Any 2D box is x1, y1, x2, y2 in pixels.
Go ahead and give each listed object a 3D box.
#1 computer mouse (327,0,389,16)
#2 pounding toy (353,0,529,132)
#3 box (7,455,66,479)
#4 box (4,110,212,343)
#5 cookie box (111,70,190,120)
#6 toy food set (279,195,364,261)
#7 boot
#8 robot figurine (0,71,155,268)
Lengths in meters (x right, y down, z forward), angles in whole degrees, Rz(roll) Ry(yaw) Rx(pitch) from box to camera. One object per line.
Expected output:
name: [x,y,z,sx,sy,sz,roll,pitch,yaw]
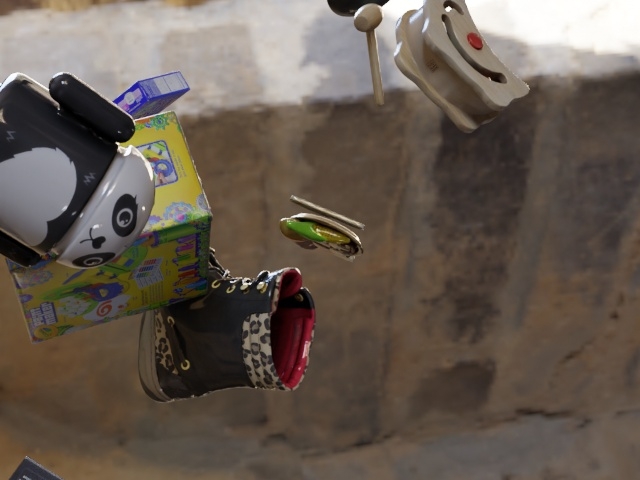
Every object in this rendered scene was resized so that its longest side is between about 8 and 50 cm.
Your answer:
computer mouse: [0.110,-0.477,2.109,0.072,0.188,0.272,41,103,41]
pounding toy: [0.165,-0.269,1.937,0.155,0.269,0.154,-37,15,41]
box: [-0.290,0.332,1.326,0.158,0.093,0.156,-56,-24,-21]
box: [-0.315,-0.012,1.861,0.290,0.279,0.177,105,146,-65]
cookie box: [-0.281,-0.232,2.120,0.092,0.107,0.040,-31,87,37]
toy food set: [0.000,0.000,1.934,0.192,0.132,0.039,96,-164,-73]
boot: [-0.150,0.067,2.027,0.284,0.138,0.377,-4,79,37]
robot figurine: [-0.327,-0.082,1.508,0.174,0.278,0.209,-63,16,-22]
